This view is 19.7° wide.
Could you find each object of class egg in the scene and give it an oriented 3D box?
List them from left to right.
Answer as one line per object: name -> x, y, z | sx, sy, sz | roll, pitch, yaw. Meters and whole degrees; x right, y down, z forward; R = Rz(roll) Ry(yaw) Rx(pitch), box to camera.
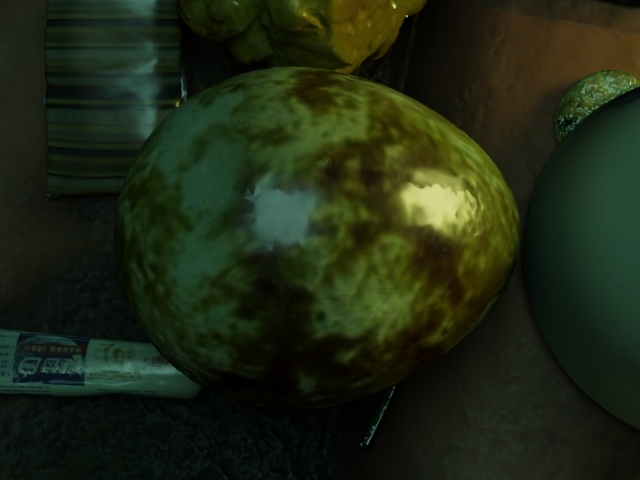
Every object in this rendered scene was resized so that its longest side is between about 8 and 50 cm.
egg -> 0.000, 0.000, 1.286 | 0.289, 0.238, 0.238 | 5, 72, -19

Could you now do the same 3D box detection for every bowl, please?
bowl -> 0.294, -0.002, 1.306 | 0.289, 0.146, 0.289 | 0, 76, 0

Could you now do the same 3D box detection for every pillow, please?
pillow -> -0.158, -0.133, 1.407 | 0.113, 0.038, 0.203 | 1, 95, 6

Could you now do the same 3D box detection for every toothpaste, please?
toothpaste -> -0.178, 0.094, 1.369 | 0.233, 0.038, 0.060 | 3, 70, 7

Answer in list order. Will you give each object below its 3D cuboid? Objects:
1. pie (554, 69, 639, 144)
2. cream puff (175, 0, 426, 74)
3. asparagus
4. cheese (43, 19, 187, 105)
pie -> 0.220, -0.092, 1.412 | 0.085, 0.017, 0.085 | -1, 73, 2
cream puff -> -0.005, -0.236, 1.355 | 0.196, 0.244, 0.244 | 5, 74, 5
asparagus -> 0.068, 0.083, 1.369 | 0.013, 0.016, 0.166 | 26, 78, 8
cheese -> -0.134, -0.206, 1.446 | 0.135, 0.052, 0.244 | 12, 85, 8
